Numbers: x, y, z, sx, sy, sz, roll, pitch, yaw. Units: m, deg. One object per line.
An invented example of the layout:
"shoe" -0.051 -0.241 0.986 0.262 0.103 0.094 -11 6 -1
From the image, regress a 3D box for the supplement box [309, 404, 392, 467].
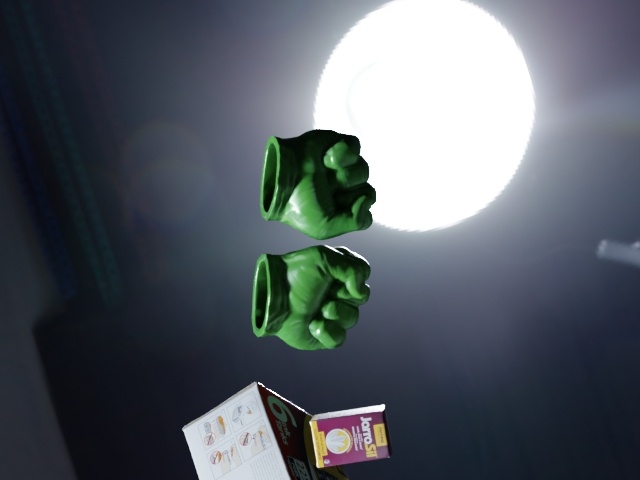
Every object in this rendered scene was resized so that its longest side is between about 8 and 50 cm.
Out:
"supplement box" 0.034 0.218 1.364 0.083 0.055 0.043 -10 0 6

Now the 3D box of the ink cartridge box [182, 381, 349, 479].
"ink cartridge box" -0.020 0.380 1.617 0.130 0.309 0.272 -33 -36 13

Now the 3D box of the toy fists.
"toy fists" 0.000 0.000 1.538 0.142 0.279 0.096 3 2 -19
